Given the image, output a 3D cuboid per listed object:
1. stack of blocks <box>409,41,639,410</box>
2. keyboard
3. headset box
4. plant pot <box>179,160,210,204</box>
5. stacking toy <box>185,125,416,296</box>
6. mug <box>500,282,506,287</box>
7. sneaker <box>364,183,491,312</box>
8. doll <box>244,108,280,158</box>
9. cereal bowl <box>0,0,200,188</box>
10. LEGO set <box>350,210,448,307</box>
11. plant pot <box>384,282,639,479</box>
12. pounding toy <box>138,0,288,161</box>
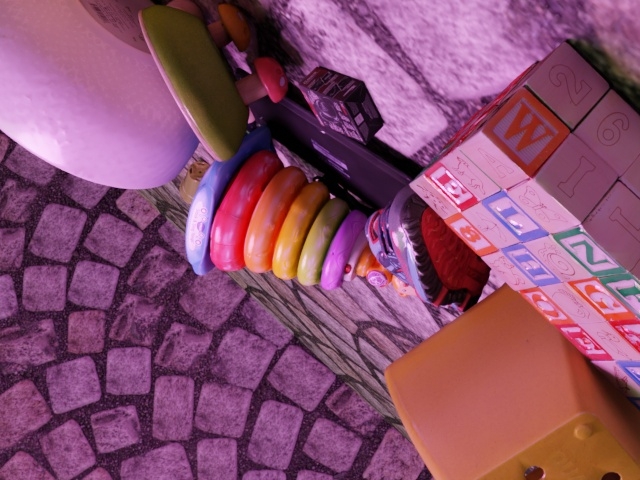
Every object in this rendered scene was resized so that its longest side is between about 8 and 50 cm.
[{"bbox_3d":[0.220,0.015,0.578,0.297,0.087,0.171,44,168,-2],"label":"stack of blocks"},{"bbox_3d":[0.028,-0.090,0.970,0.317,0.033,0.201,38,165,28],"label":"keyboard"},{"bbox_3d":[0.019,-0.142,0.819,0.083,0.032,0.062,32,163,45],"label":"headset box"},{"bbox_3d":[-0.252,-0.125,1.642,0.083,0.083,0.079,42,154,9],"label":"plant pot"},{"bbox_3d":[0.000,0.000,0.973,0.302,0.166,0.175,23,125,11],"label":"stacking toy"},{"bbox_3d":[0.233,0.072,0.833,0.064,0.078,0.062,7,110,56],"label":"mug"},{"bbox_3d":[0.091,0.008,0.776,0.125,0.104,0.262,20,171,23],"label":"sneaker"},{"bbox_3d":[-0.102,-0.150,1.137,0.129,0.046,0.189,50,163,15],"label":"doll"},{"bbox_3d":[-0.276,-0.234,0.995,0.339,0.141,0.339,34,-150,-22],"label":"cereal bowl"},{"bbox_3d":[0.074,0.035,1.132,0.182,0.060,0.244,42,175,-8],"label":"LEGO set"},{"bbox_3d":[0.206,0.186,0.737,0.212,0.212,0.187,47,-162,-16],"label":"plant pot"},{"bbox_3d":[-0.107,-0.199,0.881,0.183,0.110,0.237,62,-176,-21],"label":"pounding toy"}]
